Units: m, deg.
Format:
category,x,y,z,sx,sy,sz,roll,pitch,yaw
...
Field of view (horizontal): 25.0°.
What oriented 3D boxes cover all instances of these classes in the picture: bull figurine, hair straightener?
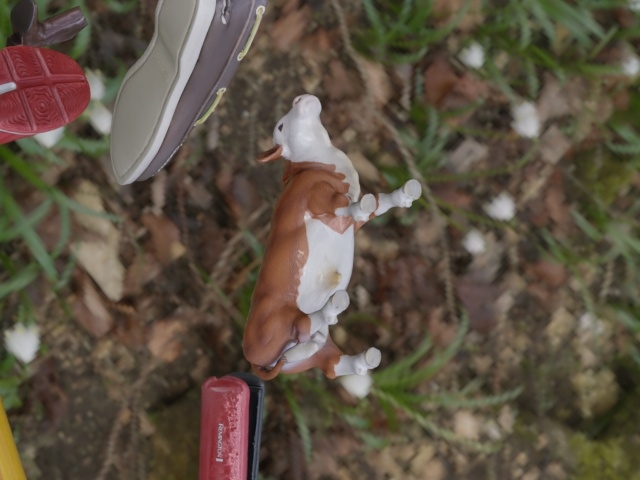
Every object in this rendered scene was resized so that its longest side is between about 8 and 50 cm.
category,x,y,z,sx,sy,sz,roll,pitch,yaw
bull figurine,0.000,0.000,1.525,0.101,0.188,0.310,14,84,-37
hair straightener,-0.061,0.218,1.143,0.089,0.047,0.230,-4,91,-74

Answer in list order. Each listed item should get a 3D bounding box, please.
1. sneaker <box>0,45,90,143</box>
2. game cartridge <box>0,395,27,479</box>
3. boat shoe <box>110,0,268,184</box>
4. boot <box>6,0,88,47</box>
category,x,y,z,sx,sy,sz,roll,pitch,yaw
sneaker,-0.327,-0.112,1.323,0.221,0.087,0.128,-19,180,-41
game cartridge,-0.172,0.070,0.562,0.052,0.324,0.285,-22,-172,-26
boat shoe,-0.155,-0.180,1.633,0.096,0.117,0.324,-3,142,-32
boot,-0.342,-0.285,1.847,0.114,0.037,0.106,-26,164,-38
